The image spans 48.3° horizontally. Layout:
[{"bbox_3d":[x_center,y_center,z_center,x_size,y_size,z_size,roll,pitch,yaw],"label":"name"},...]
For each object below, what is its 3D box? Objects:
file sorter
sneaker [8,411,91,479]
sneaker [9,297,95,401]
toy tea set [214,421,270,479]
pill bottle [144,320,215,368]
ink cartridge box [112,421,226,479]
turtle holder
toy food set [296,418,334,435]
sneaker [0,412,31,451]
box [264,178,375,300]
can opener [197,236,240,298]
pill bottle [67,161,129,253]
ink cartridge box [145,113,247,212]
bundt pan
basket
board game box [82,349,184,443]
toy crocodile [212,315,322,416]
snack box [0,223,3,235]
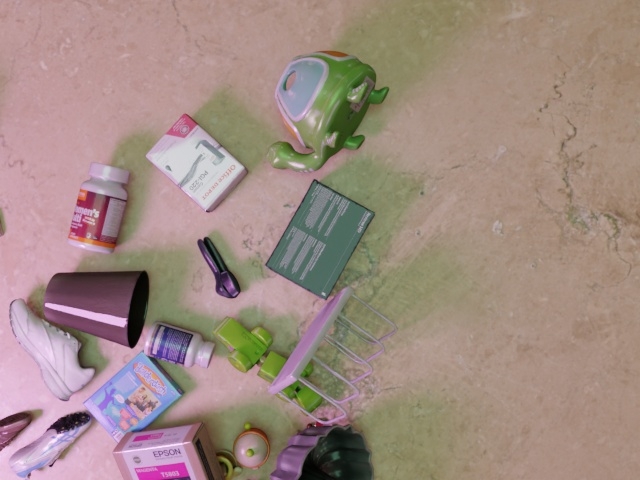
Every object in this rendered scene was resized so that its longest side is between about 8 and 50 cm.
[{"bbox_3d":[0.035,0.291,1.767,0.173,0.193,0.277,37,61,-3],"label":"file sorter"},{"bbox_3d":[-0.697,0.536,1.873,0.237,0.085,0.086,-34,115,-4],"label":"sneaker"},{"bbox_3d":[-0.706,0.271,1.874,0.129,0.111,0.297,-34,95,-14],"label":"sneaker"},{"bbox_3d":[-0.143,0.635,1.841,0.336,0.124,0.200,42,89,1],"label":"toy tea set"},{"bbox_3d":[-0.365,0.277,1.865,0.170,0.094,0.094,17,89,1],"label":"pill bottle"},{"bbox_3d":[-0.380,0.575,1.808,0.235,0.088,0.193,-12,108,18],"label":"ink cartridge box"},{"bbox_3d":[0.002,-0.333,1.834,0.227,0.243,0.320,33,129,15],"label":"turtle holder"},{"bbox_3d":[-0.023,0.522,1.896,0.078,0.019,0.122,40,89,1],"label":"toy food set"},{"bbox_3d":[-0.838,0.515,1.884,0.189,0.066,0.071,-21,105,5],"label":"sneaker"},{"bbox_3d":[0.000,0.000,1.868,0.184,0.103,0.261,30,88,4],"label":"box"},{"bbox_3d":[-0.268,0.072,1.892,0.073,0.059,0.186,-35,78,26],"label":"can opener"},{"bbox_3d":[-0.573,-0.085,1.860,0.121,0.121,0.221,13,89,0],"label":"pill bottle"},{"bbox_3d":[-0.322,-0.201,1.878,0.218,0.092,0.158,42,89,-1],"label":"ink cartridge box"},{"bbox_3d":[-0.010,0.612,1.772,0.124,0.331,0.330,0,88,38],"label":"bundt pan"},{"bbox_3d":[-0.578,0.163,1.844,0.227,0.154,0.204,7,90,4],"label":"basket"},{"bbox_3d":[-0.492,0.415,1.885,0.210,0.047,0.160,-41,89,0],"label":"board game box"},{"bbox_3d":[-0.136,0.326,1.865,0.341,0.105,0.115,36,60,2],"label":"toy crocodile"},{"bbox_3d":[-0.944,-0.024,1.907,0.178,0.022,0.064,-12,88,0],"label":"snack box"}]
